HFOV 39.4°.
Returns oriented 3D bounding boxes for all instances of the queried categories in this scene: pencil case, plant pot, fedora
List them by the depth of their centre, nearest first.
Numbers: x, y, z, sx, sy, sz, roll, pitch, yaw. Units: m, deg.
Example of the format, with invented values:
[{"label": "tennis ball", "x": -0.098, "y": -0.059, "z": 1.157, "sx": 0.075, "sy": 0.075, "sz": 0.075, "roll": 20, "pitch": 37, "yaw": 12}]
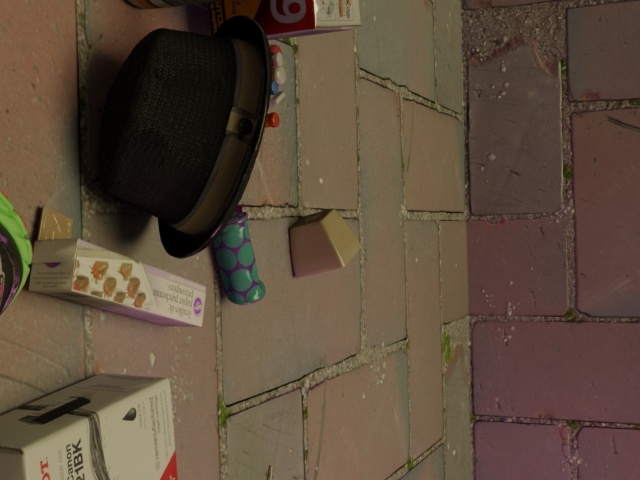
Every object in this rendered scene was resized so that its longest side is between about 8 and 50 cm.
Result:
[{"label": "fedora", "x": -0.196, "y": -0.151, "z": 1.168, "sx": 0.153, "sy": 0.334, "sz": 0.334, "roll": 16, "pitch": 70, "yaw": -29}, {"label": "pencil case", "x": -0.135, "y": 0.026, "z": 1.457, "sx": 0.070, "sy": 0.064, "sz": 0.151, "roll": -34, "pitch": 122, "yaw": -44}, {"label": "plant pot", "x": 0.000, "y": 0.000, "z": 1.733, "sx": 0.096, "sy": 0.109, "sz": 0.109, "roll": 68, "pitch": 28, "yaw": -14}]

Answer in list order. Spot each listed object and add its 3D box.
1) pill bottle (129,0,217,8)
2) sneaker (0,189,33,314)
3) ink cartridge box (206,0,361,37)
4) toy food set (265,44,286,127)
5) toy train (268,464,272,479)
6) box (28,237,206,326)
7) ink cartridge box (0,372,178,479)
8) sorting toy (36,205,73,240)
[{"label": "pill bottle", "x": -0.138, "y": -0.405, "z": 1.203, "sx": 0.162, "sy": 0.278, "sz": 0.162, "roll": -1, "pitch": 90, "yaw": -67}, {"label": "sneaker", "x": -0.400, "y": -0.036, "z": 0.697, "sx": 0.483, "sy": 0.185, "sz": 0.202, "roll": 57, "pitch": 35, "yaw": -49}, {"label": "ink cartridge box", "x": -0.096, "y": -0.460, "z": 1.351, "sx": 0.130, "sy": 0.272, "sz": 0.309, "roll": -20, "pitch": 107, "yaw": -52}, {"label": "toy food set", "x": -0.092, "y": -0.266, "z": 1.519, "sx": 0.232, "sy": 0.105, "sz": 0.111, "roll": -55, "pitch": 138, "yaw": -54}, {"label": "toy train", "x": -0.051, "y": 0.507, "z": 1.524, "sx": 0.105, "sy": 0.143, "sz": 0.248, "roll": 57, "pitch": 39, "yaw": -51}, {"label": "box", "x": -0.251, "y": 0.062, "z": 1.163, "sx": 0.324, "sy": 0.067, "sz": 0.063, "roll": 32, "pitch": 60, "yaw": -66}, {"label": "ink cartridge box", "x": -0.285, "y": 0.284, "z": 1.030, "sx": 0.273, "sy": 0.114, "sz": 0.197, "roll": -18, "pitch": 106, "yaw": -65}, {"label": "sorting toy", "x": -0.325, "y": 0.006, "z": 1.081, "sx": 0.062, "sy": 0.012, "sz": 0.083, "roll": 40, "pitch": 51, "yaw": -62}]
